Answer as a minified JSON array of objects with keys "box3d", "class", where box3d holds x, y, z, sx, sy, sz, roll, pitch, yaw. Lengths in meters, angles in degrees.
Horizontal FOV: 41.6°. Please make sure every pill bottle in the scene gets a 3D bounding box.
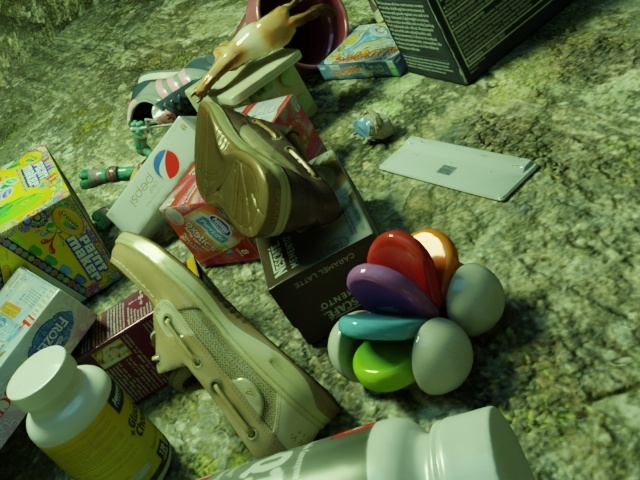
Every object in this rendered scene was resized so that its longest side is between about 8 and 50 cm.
[{"box3d":[0.022,0.231,0.646,0.283,0.161,0.161,-22,32,18],"class":"pill bottle"},{"box3d":[-0.252,0.203,0.920,0.103,0.184,0.103,-23,32,16],"class":"pill bottle"}]

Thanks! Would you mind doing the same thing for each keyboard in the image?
[{"box3d":[0.177,-0.100,1.132,0.072,0.014,0.256,-47,32,-14],"class":"keyboard"}]

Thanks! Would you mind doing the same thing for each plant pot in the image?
[{"box3d":[-0.075,-0.406,1.648,0.201,0.201,0.180,-50,19,-27],"class":"plant pot"}]

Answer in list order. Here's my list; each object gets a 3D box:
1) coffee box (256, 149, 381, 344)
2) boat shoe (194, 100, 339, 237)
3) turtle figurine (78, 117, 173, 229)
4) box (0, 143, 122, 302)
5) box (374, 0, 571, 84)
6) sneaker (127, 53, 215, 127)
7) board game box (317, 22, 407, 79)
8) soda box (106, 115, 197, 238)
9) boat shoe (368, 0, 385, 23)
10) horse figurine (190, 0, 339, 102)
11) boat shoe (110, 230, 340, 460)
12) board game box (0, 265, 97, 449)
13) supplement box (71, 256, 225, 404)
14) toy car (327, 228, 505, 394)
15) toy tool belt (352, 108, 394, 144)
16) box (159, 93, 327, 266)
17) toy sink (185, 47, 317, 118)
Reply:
[{"box3d":[0.000,0.000,1.063,0.141,0.098,0.246,-29,30,6],"class":"coffee box"},{"box3d":[-0.076,-0.095,1.080,0.123,0.123,0.342,-1,21,-24],"class":"boat shoe"},{"box3d":[-0.316,-0.112,1.512,0.234,0.118,0.175,-20,73,23],"class":"turtle figurine"},{"box3d":[-0.524,0.013,1.421,0.279,0.177,0.290,-31,32,-12],"class":"box"},{"box3d":[0.229,-0.458,1.319,0.296,0.294,0.182,-39,31,-11],"class":"box"},{"box3d":[-0.287,-0.299,1.782,0.319,0.112,0.131,-7,56,41],"class":"sneaker"},{"box3d":[0.106,-0.347,1.529,0.201,0.035,0.136,9,49,49],"class":"board game box"},{"box3d":[-0.252,-0.100,1.373,0.216,0.069,0.074,-50,-10,18],"class":"soda box"},{"box3d":[0.162,-0.501,1.533,0.103,0.092,0.285,-41,1,-29],"class":"boat shoe"},{"box3d":[-0.102,-0.341,1.423,0.263,0.066,0.174,-24,21,19],"class":"horse figurine"},{"box3d":[-0.134,0.110,0.915,0.341,0.122,0.110,37,82,31],"class":"boat shoe"},{"box3d":[-0.452,0.192,1.126,0.318,0.066,0.318,-55,25,-13],"class":"board game box"},{"box3d":[-0.210,0.121,1.078,0.188,0.104,0.081,-31,30,2],"class":"supplement box"},{"box3d":[0.084,0.063,0.856,0.159,0.136,0.182,2,45,44],"class":"toy car"},{"box3d":[0.071,-0.174,1.296,0.051,0.052,0.083,-33,28,-18],"class":"toy tool belt"},{"box3d":[-0.110,-0.093,1.274,0.128,0.123,0.257,-8,39,36],"class":"box"},{"box3d":[-0.111,-0.246,1.490,0.152,0.131,0.234,-40,27,-16],"class":"toy sink"}]
